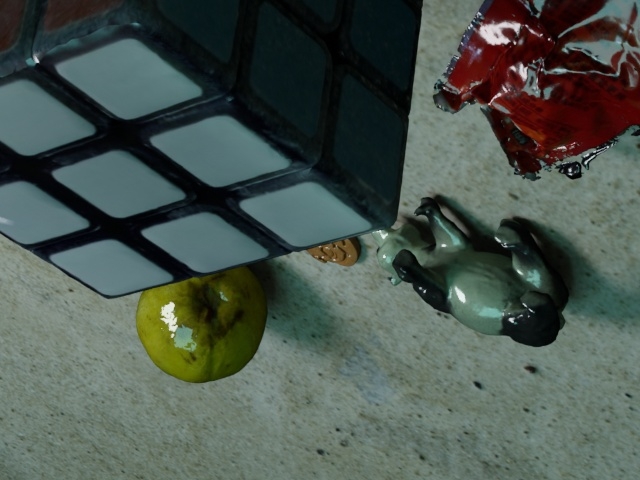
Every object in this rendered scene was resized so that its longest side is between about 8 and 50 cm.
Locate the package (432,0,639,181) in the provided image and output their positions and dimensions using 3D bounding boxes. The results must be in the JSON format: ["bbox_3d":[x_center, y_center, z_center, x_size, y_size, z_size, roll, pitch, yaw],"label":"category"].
[{"bbox_3d":[0.202,-0.145,1.632,0.194,0.071,0.269,33,148,-11],"label":"package"}]

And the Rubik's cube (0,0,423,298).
[{"bbox_3d":[-0.125,-0.169,1.464,0.304,0.305,0.301,-13,146,36],"label":"Rubik's cube"}]

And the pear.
[{"bbox_3d":[-0.132,0.086,2.200,0.149,0.149,0.162,30,157,4],"label":"pear"}]

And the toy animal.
[{"bbox_3d":[0.145,0.033,1.932,0.225,0.094,0.121,17,156,23],"label":"toy animal"}]

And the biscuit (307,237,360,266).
[{"bbox_3d":[0.000,0.000,2.084,0.091,0.015,0.078,24,149,15],"label":"biscuit"}]
